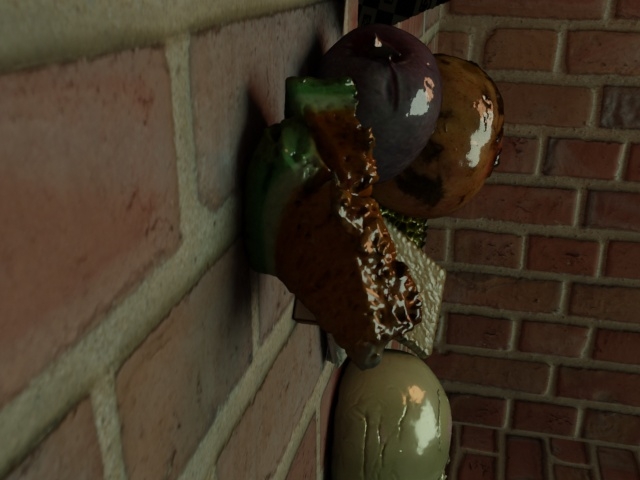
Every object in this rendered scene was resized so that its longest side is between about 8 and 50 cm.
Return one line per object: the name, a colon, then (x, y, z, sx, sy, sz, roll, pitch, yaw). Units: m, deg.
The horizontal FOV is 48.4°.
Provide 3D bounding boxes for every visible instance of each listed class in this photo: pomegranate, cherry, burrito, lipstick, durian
pomegranate: (0.214, -0.200, 1.385, 0.322, 0.322, 0.321, 5, 90, -77)
cherry: (0.077, -0.195, 1.005, 0.266, 0.184, 0.213, 105, 11, -47)
burrito: (0.033, 0.134, 1.217, 0.064, 0.064, 0.203, -70, 162, -49)
lipstick: (-0.005, 0.049, 1.042, 0.045, 0.045, 0.145, 49, 48, -70)
durian: (0.141, -0.024, 1.605, 0.169, 0.158, 0.351, -32, -136, 61)

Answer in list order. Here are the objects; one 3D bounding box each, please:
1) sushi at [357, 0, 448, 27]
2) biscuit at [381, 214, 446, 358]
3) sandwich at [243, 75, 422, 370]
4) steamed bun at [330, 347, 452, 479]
sushi: (0.115, -0.454, 1.040, 0.290, 0.050, 0.263, -3, -96, 59)
biscuit: (0.150, 0.090, 1.440, 0.325, 0.044, 0.217, 35, 59, -42)
sandwich: (0.000, 0.000, 0.785, 0.250, 0.162, 0.301, 98, -27, -63)
steamed bun: (0.156, 0.385, 1.473, 0.334, 0.233, 0.311, -46, 141, -72)
